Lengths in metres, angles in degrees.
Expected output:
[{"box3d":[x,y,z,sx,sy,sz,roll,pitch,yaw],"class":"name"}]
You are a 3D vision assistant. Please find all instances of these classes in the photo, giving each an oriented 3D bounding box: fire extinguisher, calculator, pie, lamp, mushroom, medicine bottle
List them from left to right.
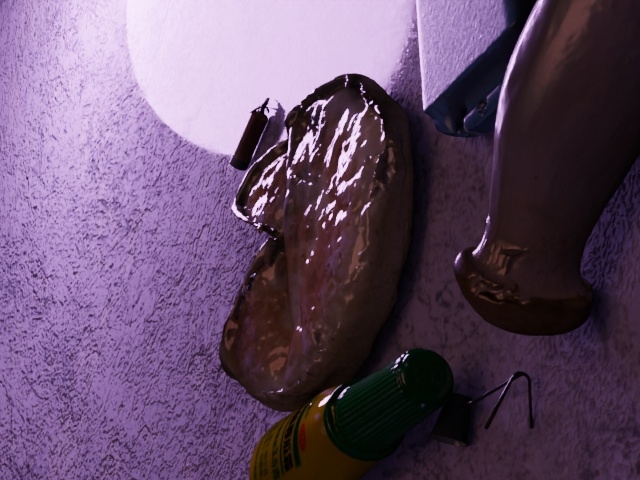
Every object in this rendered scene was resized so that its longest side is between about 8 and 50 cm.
[{"box3d":[-0.075,-0.118,2.142,0.028,0.022,0.083,-59,-7,-67],"class":"fire extinguisher"},{"box3d":[0.000,0.000,1.877,0.337,0.075,0.337,-34,48,48],"class":"pie"},{"box3d":[0.027,0.167,1.723,0.309,0.076,0.111,-40,32,55],"class":"medicine bottle"},{"box3d":[0.139,-0.228,1.716,0.173,0.051,0.293,-46,39,50],"class":"calculator"},{"box3d":[0.131,0.136,1.590,0.121,0.041,0.054,-18,53,65],"class":"lamp"},{"box3d":[0.195,-0.094,1.461,0.128,0.128,0.350,47,124,60],"class":"mushroom"}]
